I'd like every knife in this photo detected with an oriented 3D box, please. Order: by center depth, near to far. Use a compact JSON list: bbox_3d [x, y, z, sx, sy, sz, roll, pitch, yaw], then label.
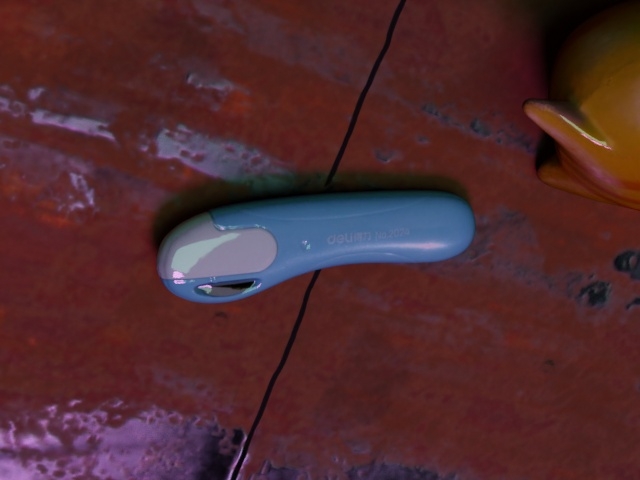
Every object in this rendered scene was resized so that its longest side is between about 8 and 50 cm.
[{"bbox_3d":[0.000,0.000,1.009,0.222,0.031,0.064,-7,107,-22],"label":"knife"}]

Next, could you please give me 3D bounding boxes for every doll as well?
[{"bbox_3d":[0.263,-0.126,0.994,0.269,0.162,0.166,-46,148,-6],"label":"doll"}]
